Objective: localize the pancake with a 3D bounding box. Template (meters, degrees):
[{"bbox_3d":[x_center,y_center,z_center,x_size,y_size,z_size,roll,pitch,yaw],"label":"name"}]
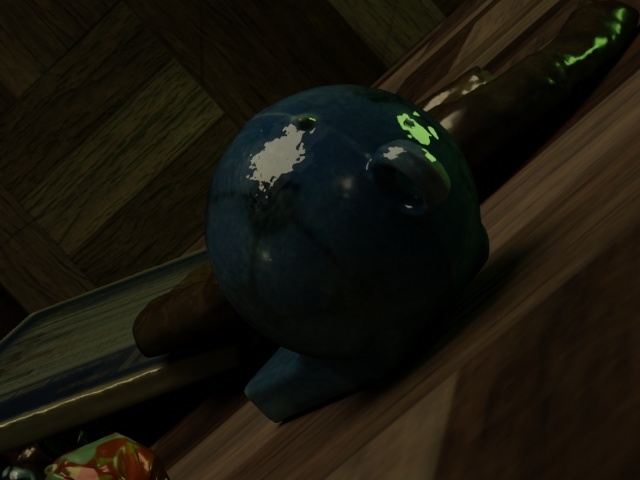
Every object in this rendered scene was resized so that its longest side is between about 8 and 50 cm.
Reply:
[{"bbox_3d":[0.027,-0.031,0.799,0.286,0.033,0.288,-36,3,26],"label":"pancake"}]

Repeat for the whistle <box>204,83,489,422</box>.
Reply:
[{"bbox_3d":[0.000,0.000,0.529,0.090,0.090,0.158,-45,6,-27],"label":"whistle"}]

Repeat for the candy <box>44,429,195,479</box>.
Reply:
[{"bbox_3d":[-0.048,0.084,0.498,0.184,0.049,0.056,-14,58,68],"label":"candy"}]

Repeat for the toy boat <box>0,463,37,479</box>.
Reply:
[{"bbox_3d":[-0.154,0.128,0.778,0.060,0.061,0.137,-42,3,1],"label":"toy boat"}]

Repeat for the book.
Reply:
[{"bbox_3d":[-0.114,0.055,0.978,0.228,0.018,0.322,-20,9,14],"label":"book"}]

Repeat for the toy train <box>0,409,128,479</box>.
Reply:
[{"bbox_3d":[-0.164,0.112,1.096,0.087,0.050,0.138,-49,8,-22],"label":"toy train"}]
